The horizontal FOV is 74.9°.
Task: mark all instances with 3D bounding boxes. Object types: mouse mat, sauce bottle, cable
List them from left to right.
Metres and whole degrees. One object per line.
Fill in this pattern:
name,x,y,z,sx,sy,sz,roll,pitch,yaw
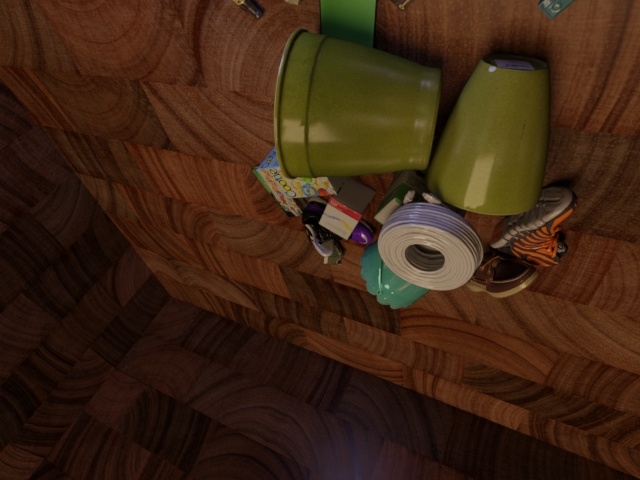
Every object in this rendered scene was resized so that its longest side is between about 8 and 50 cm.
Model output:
sauce bottle,-0.208,-0.640,1.103,0.128,0.042,0.042,39,147,-15
mouse mat,0.066,-0.563,1.018,0.152,0.007,0.190,20,145,17
cable,0.271,0.020,1.044,0.257,0.089,0.257,31,145,1

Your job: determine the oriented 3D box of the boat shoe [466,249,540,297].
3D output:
boat shoe,0.556,0.098,1.359,0.123,0.123,0.342,50,171,-4

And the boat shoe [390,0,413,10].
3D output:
boat shoe,0.245,-0.556,0.786,0.096,0.117,0.324,42,150,-25

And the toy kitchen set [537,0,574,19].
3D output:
toy kitchen set,0.400,-0.509,0.710,0.207,0.122,0.166,38,147,-11

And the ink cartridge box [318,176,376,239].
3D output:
ink cartridge box,0.091,-0.115,1.486,0.127,0.128,0.176,30,147,2

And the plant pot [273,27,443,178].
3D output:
plant pot,0.110,-0.313,1.042,0.352,0.367,0.367,10,143,12

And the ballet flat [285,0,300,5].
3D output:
ballet flat,-0.034,-0.626,0.984,0.052,0.057,0.168,15,159,-26

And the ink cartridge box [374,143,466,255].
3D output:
ink cartridge box,0.300,-0.123,1.169,0.201,0.278,0.117,34,144,-6

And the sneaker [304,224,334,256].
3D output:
sneaker,0.000,0.000,1.700,0.121,0.079,0.217,81,165,-56

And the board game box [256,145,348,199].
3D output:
board game box,-0.053,-0.243,1.418,0.275,0.144,0.142,1,138,39

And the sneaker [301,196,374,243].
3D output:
sneaker,0.055,-0.040,1.600,0.293,0.146,0.102,29,148,5

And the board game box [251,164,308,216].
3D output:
board game box,-0.151,-0.199,1.664,0.136,0.030,0.260,-1,136,43

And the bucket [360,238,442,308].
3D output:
bucket,0.293,0.081,1.464,0.281,0.281,0.183,35,138,-7

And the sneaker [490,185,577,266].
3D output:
sneaker,0.644,-0.031,1.181,0.179,0.125,0.321,27,158,-1

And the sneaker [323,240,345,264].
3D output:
sneaker,0.064,0.039,1.788,0.086,0.064,0.192,11,140,3

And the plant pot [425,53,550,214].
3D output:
plant pot,0.404,-0.255,0.958,0.274,0.275,0.294,18,130,20
